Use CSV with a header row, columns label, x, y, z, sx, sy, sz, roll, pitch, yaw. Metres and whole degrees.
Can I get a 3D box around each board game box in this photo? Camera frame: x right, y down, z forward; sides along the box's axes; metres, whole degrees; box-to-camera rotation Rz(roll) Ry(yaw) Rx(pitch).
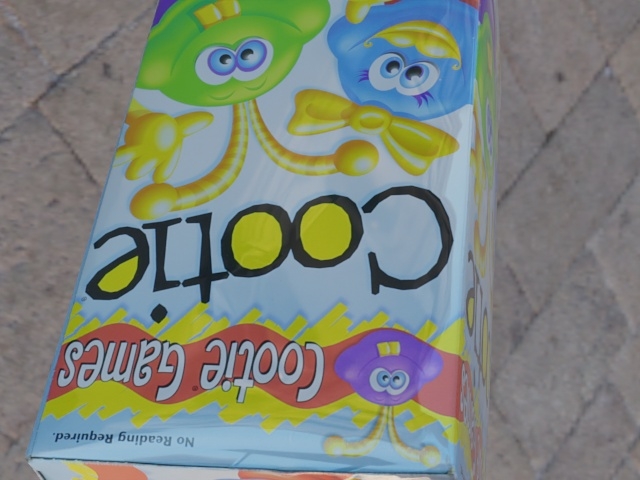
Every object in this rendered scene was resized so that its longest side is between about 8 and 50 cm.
label,x,y,z,sx,sy,sz,roll,pitch,yaw
board game box,0.000,0.000,0.508,0.144,0.142,0.275,75,19,-53
